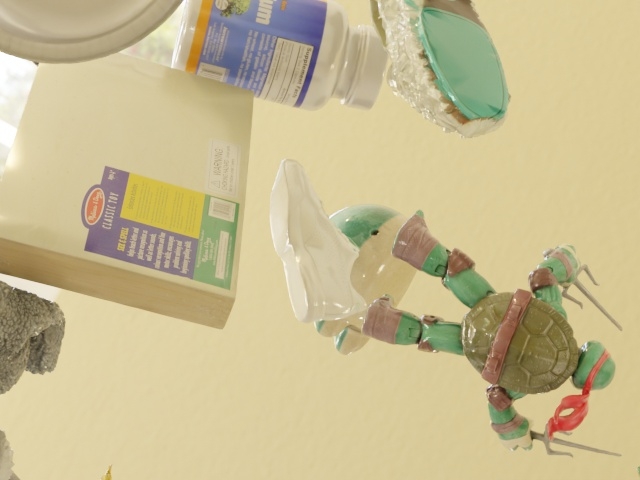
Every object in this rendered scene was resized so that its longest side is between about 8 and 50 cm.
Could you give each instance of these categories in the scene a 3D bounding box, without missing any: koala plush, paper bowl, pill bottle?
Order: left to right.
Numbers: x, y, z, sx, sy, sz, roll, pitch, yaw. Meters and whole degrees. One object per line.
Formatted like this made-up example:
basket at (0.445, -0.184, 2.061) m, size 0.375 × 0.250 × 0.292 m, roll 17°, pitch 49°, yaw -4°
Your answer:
koala plush at (-0.378, 0.144, 1.363) m, size 0.196 × 0.221 × 0.203 m, roll 19°, pitch -10°, yaw -10°
paper bowl at (-0.243, -0.303, 1.252) m, size 0.284 × 0.284 × 0.148 m, roll 33°, pitch 11°, yaw -31°
pill bottle at (-0.052, -0.258, 1.773) m, size 0.272 × 0.152 × 0.152 m, roll 12°, pitch -4°, yaw -10°

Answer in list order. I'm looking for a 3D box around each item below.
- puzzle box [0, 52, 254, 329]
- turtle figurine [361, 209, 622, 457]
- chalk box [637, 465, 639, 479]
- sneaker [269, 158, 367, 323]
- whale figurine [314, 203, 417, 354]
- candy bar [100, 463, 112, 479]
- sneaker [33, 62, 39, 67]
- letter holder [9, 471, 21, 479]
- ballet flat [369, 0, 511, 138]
puzzle box at (-0.220, -0.081, 1.536) m, size 0.272 × 0.052 × 0.409 m, roll 16°, pitch 37°, yaw -11°
turtle figurine at (0.158, 0.075, 1.085) m, size 0.234 × 0.175 × 0.118 m, roll 25°, pitch -4°, yaw 15°
chalk box at (0.345, 0.212, 0.914) m, size 0.289 × 0.179 × 0.180 m, roll 51°, pitch 11°, yaw -54°
sneaker at (0.000, 0.000, 1.577) m, size 0.094 × 0.212 × 0.080 m, roll -3°, pitch -27°, yaw -20°
whale figurine at (0.051, 0.055, 1.953) m, size 0.141 × 0.216 × 0.272 m, roll 36°, pitch -29°, yaw 18°
candy bar at (-0.250, 0.312, 1.513) m, size 0.018 × 0.040 × 0.161 m, roll 17°, pitch 20°, yaw -11°
sneaker at (-0.491, -0.307, 1.793) m, size 0.330 × 0.147 × 0.130 m, roll 12°, pitch 0°, yaw -24°
letter holder at (-0.466, 0.407, 1.499) m, size 0.301 × 0.214 × 0.152 m, roll -9°, pitch 21°, yaw -33°
ballet flat at (0.130, -0.256, 1.651) m, size 0.147 × 0.147 × 0.409 m, roll 36°, pitch 34°, yaw -44°
